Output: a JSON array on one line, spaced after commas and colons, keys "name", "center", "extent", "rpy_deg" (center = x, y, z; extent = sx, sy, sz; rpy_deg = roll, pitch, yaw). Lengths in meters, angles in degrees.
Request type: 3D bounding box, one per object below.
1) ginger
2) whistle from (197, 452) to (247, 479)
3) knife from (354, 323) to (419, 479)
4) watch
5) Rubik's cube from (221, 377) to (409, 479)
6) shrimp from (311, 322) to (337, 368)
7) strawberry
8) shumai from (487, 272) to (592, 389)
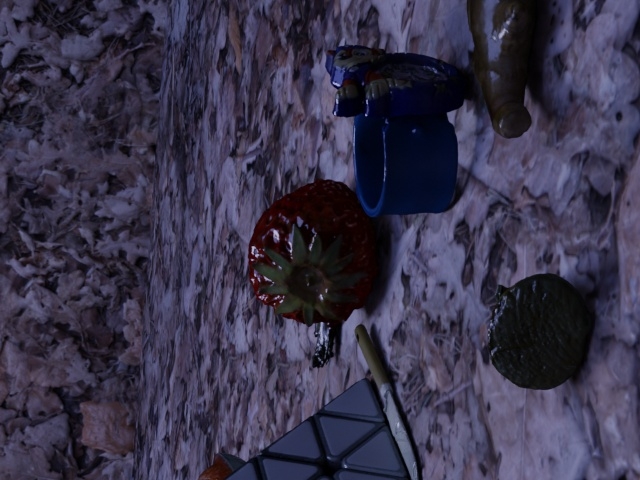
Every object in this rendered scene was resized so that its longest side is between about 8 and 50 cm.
[{"name": "ginger", "center": [0.206, -0.274, 1.358], "extent": [0.166, 0.080, 0.333], "rpy_deg": [160, 107, -86]}, {"name": "whistle", "center": [-0.129, 0.473, 2.110], "extent": [0.346, 0.133, 0.142], "rpy_deg": [20, 96, 63]}, {"name": "knife", "center": [0.094, 0.227, 1.662], "extent": [0.298, 0.017, 0.047], "rpy_deg": [-114, 31, -48]}, {"name": "watch", "center": [0.096, -0.133, 1.546], "extent": [0.196, 0.171, 0.200], "rpy_deg": [-98, 7, -65]}, {"name": "Rubik's cube", "center": [0.018, 0.357, 1.655], "extent": [0.228, 0.233, 0.229], "rpy_deg": [52, -167, 9]}, {"name": "shrimp", "center": [0.010, 0.125, 1.921], "extent": [0.091, 0.034, 0.161], "rpy_deg": [126, 152, -78]}, {"name": "strawberry", "center": [0.000, 0.000, 1.794], "extent": [0.244, 0.205, 0.205], "rpy_deg": [-74, 0, -59]}, {"name": "shumai", "center": [0.216, 0.083, 1.233], "extent": [0.087, 0.098, 0.124], "rpy_deg": [-90, 12, -74]}]
